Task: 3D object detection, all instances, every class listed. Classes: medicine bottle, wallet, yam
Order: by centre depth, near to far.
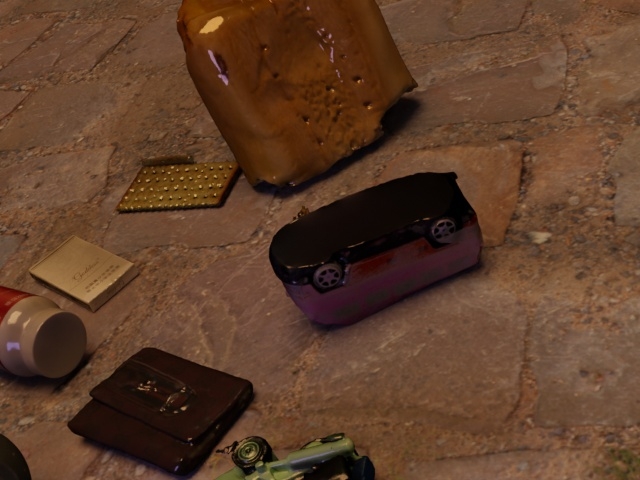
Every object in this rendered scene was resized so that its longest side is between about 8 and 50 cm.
[{"bbox_3d":[-0.225,0.236,1.494,0.229,0.049,0.182,13,45,37],"label":"wallet"},{"bbox_3d":[-0.498,0.143,1.685,0.250,0.131,0.131,10,46,37],"label":"medicine bottle"},{"bbox_3d":[-0.301,-0.155,2.065,0.116,0.021,0.021,-2,40,26],"label":"yam"}]

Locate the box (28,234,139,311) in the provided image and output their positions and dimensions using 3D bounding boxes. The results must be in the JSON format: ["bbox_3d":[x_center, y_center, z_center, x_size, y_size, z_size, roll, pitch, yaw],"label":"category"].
[{"bbox_3d":[-0.417,0.055,1.846,0.198,0.029,0.109,20,53,42],"label":"box"}]

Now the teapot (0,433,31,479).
[{"bbox_3d":[-0.516,0.339,1.421,0.251,0.183,0.183,-4,38,41],"label":"teapot"}]

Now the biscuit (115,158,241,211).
[{"bbox_3d":[-0.264,-0.104,1.982,0.232,0.016,0.139,-3,40,25],"label":"biscuit"}]

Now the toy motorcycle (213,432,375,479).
[{"bbox_3d":[-0.087,0.342,1.230,0.331,0.125,0.196,-22,37,6],"label":"toy motorcycle"}]

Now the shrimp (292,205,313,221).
[{"bbox_3d":[0.000,0.000,1.691,0.101,0.042,0.190,-12,36,-15],"label":"shrimp"}]

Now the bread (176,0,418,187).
[{"bbox_3d":[-0.063,-0.337,1.891,0.361,0.394,0.250,-34,21,-11],"label":"bread"}]

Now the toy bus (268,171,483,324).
[{"bbox_3d":[0.084,0.012,1.535,0.303,0.147,0.127,-23,39,-1],"label":"toy bus"}]
